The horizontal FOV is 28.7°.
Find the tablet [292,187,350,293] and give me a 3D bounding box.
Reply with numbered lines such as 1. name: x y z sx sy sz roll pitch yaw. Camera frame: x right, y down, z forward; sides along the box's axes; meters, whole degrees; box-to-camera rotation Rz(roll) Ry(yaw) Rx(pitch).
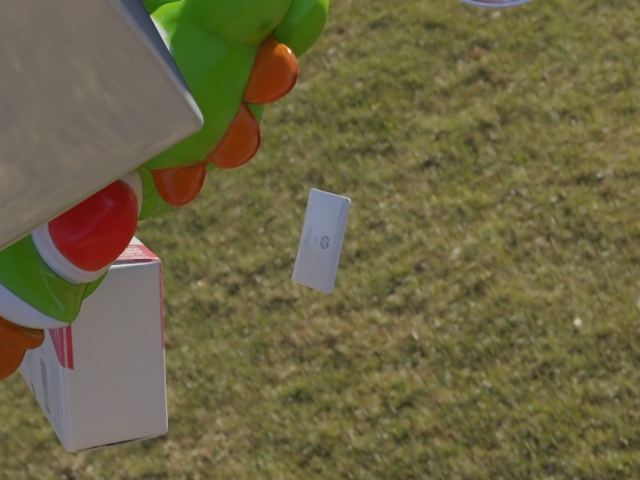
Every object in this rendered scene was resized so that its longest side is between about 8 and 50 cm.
1. tablet: 0.000 0.000 1.073 0.054 0.006 0.083 18 99 48

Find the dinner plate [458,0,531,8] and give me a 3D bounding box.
1. dinner plate: 0.104 -0.214 0.776 0.141 0.141 0.017 -42 13 -12

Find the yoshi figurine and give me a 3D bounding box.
1. yoshi figurine: -0.158 -0.083 0.816 0.362 0.203 0.203 -39 4 16

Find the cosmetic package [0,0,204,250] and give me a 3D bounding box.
1. cosmetic package: -0.237 -0.194 0.513 0.161 0.453 0.230 -31 59 3

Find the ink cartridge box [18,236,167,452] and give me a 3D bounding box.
1. ink cartridge box: -0.207 0.066 1.081 0.092 0.158 0.218 -7 17 -25
